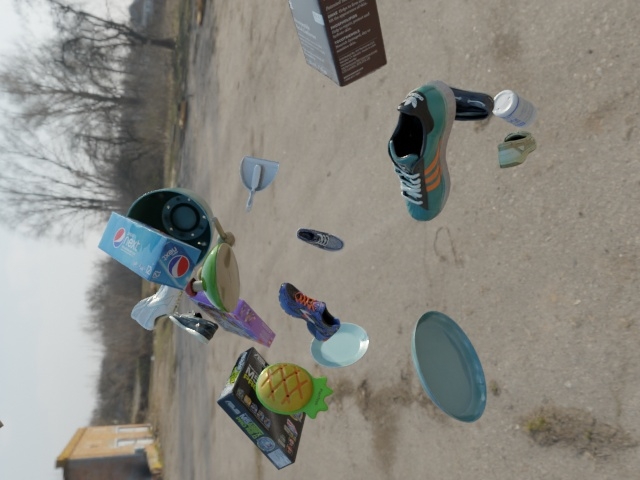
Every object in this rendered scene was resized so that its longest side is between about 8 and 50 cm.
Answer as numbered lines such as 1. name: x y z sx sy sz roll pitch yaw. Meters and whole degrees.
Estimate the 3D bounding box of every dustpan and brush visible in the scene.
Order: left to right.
1. dustpan and brush: -0.246 -0.209 1.839 0.060 0.147 0.211 -1 -77 -84

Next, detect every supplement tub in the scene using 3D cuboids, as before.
1. supplement tub: 0.503 -0.340 1.266 0.071 0.107 0.071 -23 61 49

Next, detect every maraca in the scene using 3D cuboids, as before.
1. maraca: -0.065 0.361 1.181 0.099 0.186 0.127 87 -161 -54

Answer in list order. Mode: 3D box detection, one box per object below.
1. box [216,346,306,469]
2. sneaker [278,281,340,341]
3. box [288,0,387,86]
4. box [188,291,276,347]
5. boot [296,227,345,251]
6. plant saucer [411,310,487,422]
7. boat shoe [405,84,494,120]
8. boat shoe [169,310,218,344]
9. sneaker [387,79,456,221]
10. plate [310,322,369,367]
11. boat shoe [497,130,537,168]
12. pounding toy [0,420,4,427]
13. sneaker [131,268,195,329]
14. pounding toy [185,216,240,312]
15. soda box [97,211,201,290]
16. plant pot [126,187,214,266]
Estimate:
1. box: -0.155 0.467 1.379 0.060 0.270 0.216 -33 13 19
2. sneaker: -0.027 0.191 1.385 0.087 0.221 0.083 -35 21 36
3. box: 0.013 -0.552 1.058 0.191 0.143 0.381 51 166 45
4. box: -0.293 0.260 1.661 0.057 0.201 0.293 -63 -28 -23
5. boot: 0.000 0.000 1.812 0.086 0.190 0.069 -112 35 -88
6. plant saucer: 0.356 0.354 1.379 0.044 0.317 0.317 -35 50 36
7. boat shoe: 0.300 -0.317 1.144 0.075 0.206 0.065 83 -160 -45
8. boat shoe: -0.446 0.285 1.702 0.233 0.084 0.079 17 64 38
9. sneaker: 0.185 -0.154 0.966 0.108 0.121 0.302 33 142 40
10. plate: 0.061 0.331 1.529 0.188 0.188 0.024 -118 10 -55
11. boat shoe: 0.357 -0.178 0.895 0.056 0.153 0.048 -8 112 41
12. pounding toy: -0.610 0.366 0.742 0.154 0.269 0.155 -32 94 32
13. sneaker: -0.302 0.117 0.980 0.061 0.152 0.053 38 165 20
14. pounding toy: -0.292 0.077 1.282 0.183 0.110 0.237 61 -157 -73
15. soda box: -0.289 0.014 0.810 0.210 0.067 0.071 19 85 43
16. plant pot: -0.511 -0.055 1.740 0.235 0.293 0.293 -97 16 -75
